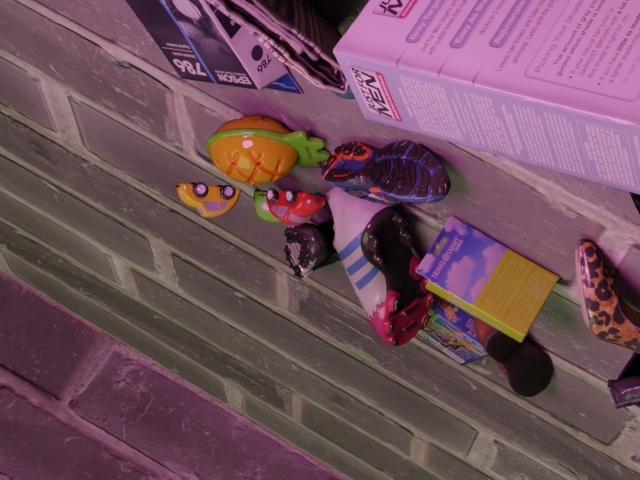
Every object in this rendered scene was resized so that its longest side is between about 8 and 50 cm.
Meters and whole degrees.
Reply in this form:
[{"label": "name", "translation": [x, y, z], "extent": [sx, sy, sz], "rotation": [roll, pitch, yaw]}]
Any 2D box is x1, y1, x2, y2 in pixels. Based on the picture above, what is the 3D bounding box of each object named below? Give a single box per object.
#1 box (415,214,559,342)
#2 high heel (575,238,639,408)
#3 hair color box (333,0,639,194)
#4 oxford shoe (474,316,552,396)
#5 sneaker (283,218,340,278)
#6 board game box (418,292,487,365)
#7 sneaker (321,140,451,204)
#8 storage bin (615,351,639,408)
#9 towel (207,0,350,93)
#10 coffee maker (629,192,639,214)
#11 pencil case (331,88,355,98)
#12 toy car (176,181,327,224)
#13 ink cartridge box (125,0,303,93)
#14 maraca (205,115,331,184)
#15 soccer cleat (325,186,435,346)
[{"label": "box", "translation": [0.235, 0.054, 1.784], "extent": [0.178, 0.109, 0.042], "rotation": [30, 160, 9]}, {"label": "high heel", "translation": [0.448, 0.095, 1.665], "extent": [0.186, 0.093, 0.261], "rotation": [-15, 110, 18]}, {"label": "hair color box", "translation": [0.221, -0.177, 1.200], "extent": [0.374, 0.185, 0.114], "rotation": [20, 156, 33]}, {"label": "oxford shoe", "translation": [0.312, 0.180, 2.031], "extent": [0.212, 0.076, 0.076], "rotation": [50, -176, -41]}, {"label": "sneaker", "translation": [0.000, 0.000, 2.019], "extent": [0.078, 0.106, 0.234], "rotation": [62, 172, 8]}, {"label": "board game box", "translation": [0.192, 0.132, 2.117], "extent": [0.201, 0.035, 0.136], "rotation": [36, 159, -5]}, {"label": "sneaker", "translation": [0.103, -0.087, 1.738], "extent": [0.087, 0.083, 0.221], "rotation": [33, 169, -39]}, {"label": "storage bin", "translation": [0.489, 0.198, 1.774], "extent": [0.135, 0.098, 0.091], "rotation": [31, -174, 5]}, {"label": "towel", "translation": [-0.101, -0.286, 1.386], "extent": [0.312, 0.056, 0.324], "rotation": [38, -167, -14]}, {"label": "coffee maker", "translation": [0.411, -0.027, 1.381], "extent": [0.171, 0.120, 0.178], "rotation": [46, 172, 47]}, {"label": "pencil case", "translation": [0.065, -0.214, 1.512], "extent": [0.151, 0.070, 0.065], "rotation": [-10, 98, 64]}, {"label": "toy car", "translation": [-0.086, -0.054, 1.959], "extent": [0.239, 0.053, 0.225], "rotation": [5, -179, 16]}, {"label": "ink cartridge box", "translation": [-0.166, -0.296, 1.676], "extent": [0.165, 0.065, 0.333], "rotation": [13, 152, 41]}, {"label": "maraca", "translation": [-0.079, -0.134, 1.859], "extent": [0.185, 0.099, 0.127], "rotation": [0, 160, 14]}, {"label": "soccer cleat", "translation": [0.090, 0.031, 1.958], "extent": [0.143, 0.116, 0.331], "rotation": [40, 159, 36]}]
